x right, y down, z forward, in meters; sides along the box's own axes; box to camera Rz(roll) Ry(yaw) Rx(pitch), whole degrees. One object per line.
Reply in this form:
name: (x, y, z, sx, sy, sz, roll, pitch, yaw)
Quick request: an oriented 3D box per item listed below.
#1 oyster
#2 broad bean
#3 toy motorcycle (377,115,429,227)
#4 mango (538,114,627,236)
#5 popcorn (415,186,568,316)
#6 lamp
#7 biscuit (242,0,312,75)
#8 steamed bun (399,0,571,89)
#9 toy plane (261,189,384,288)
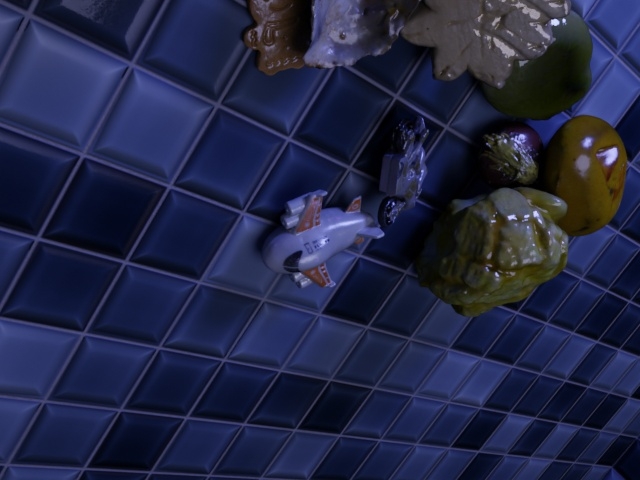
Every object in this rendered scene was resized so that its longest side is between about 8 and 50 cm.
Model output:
oyster: (0.089, -0.456, 1.176, 0.204, 0.111, 0.396, 6, 113, -27)
broad bean: (0.444, -0.355, 1.501, 0.291, 0.119, 0.238, 15, 122, -38)
toy motorcycle: (0.171, -0.140, 1.494, 0.152, 0.073, 0.225, -22, 126, -55)
mango: (0.578, -0.149, 1.664, 0.365, 0.182, 0.252, 32, 76, -58)
popcorn: (0.386, 0.036, 1.623, 0.292, 0.334, 0.293, 24, 78, -6)
lamp: (0.417, -0.175, 1.604, 0.157, 0.135, 0.156, -24, 134, -22)
biscuit: (-0.063, -0.361, 1.216, 0.133, 0.027, 0.184, -9, 127, -27)
steamed bun: (0.279, -0.414, 1.301, 0.292, 0.137, 0.295, -15, 129, 22)
toy plane: (0.000, 0.000, 1.468, 0.245, 0.117, 0.244, -19, 133, -22)
